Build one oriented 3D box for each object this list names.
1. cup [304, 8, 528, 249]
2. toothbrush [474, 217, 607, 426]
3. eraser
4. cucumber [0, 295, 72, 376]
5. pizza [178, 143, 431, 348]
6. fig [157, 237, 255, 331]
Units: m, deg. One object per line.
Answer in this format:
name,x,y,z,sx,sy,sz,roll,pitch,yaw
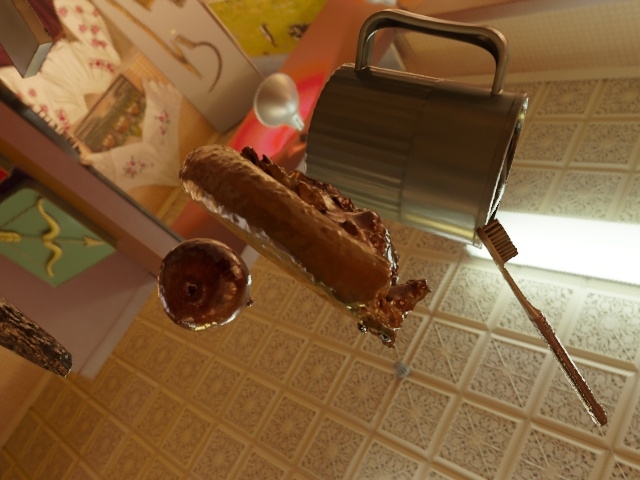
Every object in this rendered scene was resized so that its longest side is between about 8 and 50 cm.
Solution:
cup,0.154,-0.171,0.971,0.312,0.331,0.256,17,-123,18
toothbrush,0.275,0.108,0.705,0.029,0.354,0.024,-32,-155,14
eraser,-0.428,-0.311,0.808,0.023,0.150,0.104,-37,-170,-39
cucumber,-0.466,0.128,0.898,0.078,0.211,0.062,14,-114,51
pizza,0.000,0.000,0.498,0.081,0.229,0.290,-53,-140,-4
fig,-0.232,0.091,1.219,0.205,0.205,0.205,-22,-136,24
